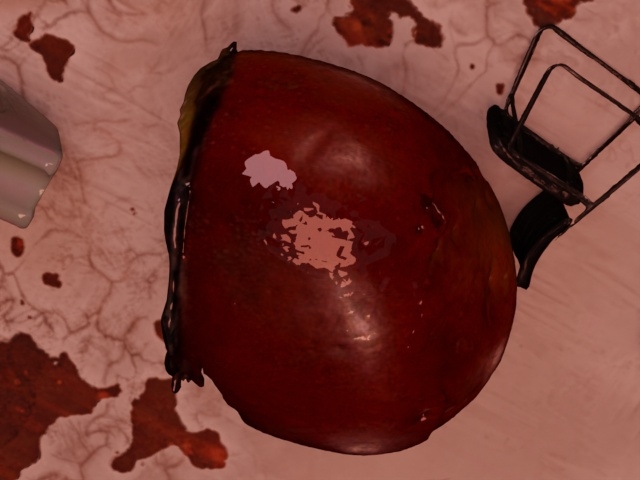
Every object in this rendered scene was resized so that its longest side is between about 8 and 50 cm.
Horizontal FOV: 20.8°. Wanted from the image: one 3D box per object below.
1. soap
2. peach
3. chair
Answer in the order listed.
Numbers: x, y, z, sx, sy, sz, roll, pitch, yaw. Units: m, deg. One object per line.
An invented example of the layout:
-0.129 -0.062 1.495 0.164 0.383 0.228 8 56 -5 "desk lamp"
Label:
-0.408 -0.132 1.731 0.289 0.173 0.095 23 108 -22 "soap"
0.000 0.000 1.703 0.353 0.339 0.416 -34 119 31 "peach"
0.225 -0.081 1.785 0.145 0.140 0.221 33 111 -11 "chair"
